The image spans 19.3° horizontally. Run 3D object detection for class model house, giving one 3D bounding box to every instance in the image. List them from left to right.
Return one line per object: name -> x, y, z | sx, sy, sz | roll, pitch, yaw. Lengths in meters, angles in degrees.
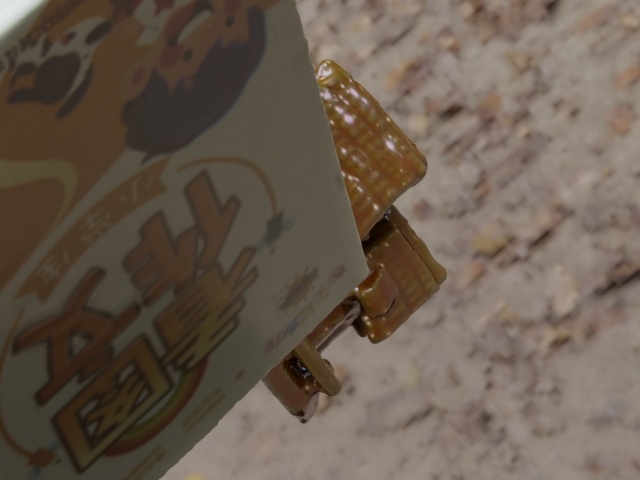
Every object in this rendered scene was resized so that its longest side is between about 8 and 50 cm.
model house -> -0.001, 0.001, 1.509 | 0.229, 0.199, 0.219 | -46, 2, -4

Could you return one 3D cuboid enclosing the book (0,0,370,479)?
book -> -0.077, 0.006, 0.691 | 0.208, 0.295, 0.020 | -44, 62, -15
